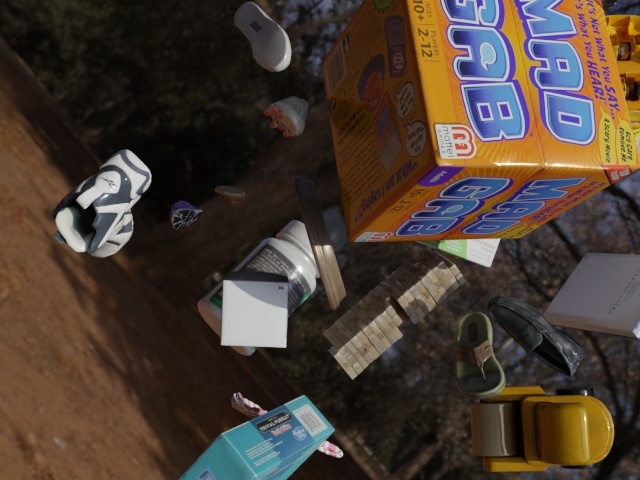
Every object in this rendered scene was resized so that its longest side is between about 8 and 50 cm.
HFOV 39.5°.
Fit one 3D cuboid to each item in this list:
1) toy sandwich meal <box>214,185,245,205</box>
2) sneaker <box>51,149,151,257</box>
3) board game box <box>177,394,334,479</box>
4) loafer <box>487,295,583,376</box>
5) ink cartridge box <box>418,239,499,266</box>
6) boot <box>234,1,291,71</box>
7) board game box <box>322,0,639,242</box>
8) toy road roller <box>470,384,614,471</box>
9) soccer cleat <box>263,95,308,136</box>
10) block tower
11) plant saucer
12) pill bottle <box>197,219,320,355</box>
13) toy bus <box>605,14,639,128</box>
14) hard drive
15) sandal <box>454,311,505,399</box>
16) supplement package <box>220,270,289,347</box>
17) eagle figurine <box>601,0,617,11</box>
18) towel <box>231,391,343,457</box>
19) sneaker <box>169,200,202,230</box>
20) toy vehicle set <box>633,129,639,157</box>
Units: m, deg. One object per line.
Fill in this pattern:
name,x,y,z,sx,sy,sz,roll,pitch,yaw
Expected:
toy sandwich meal,-0.222,-0.111,2.196,0.085,0.086,0.029,34,-62,55
sneaker,-0.353,-0.023,1.348,0.094,0.153,0.235,47,-43,0
board game box,-0.160,0.390,1.332,0.079,0.336,0.254,48,20,16
loafer,0.437,0.195,1.826,0.223,0.078,0.076,35,-46,2
ink cartridge box,0.305,-0.103,1.856,0.198,0.272,0.115,18,2,-45
boot,-0.105,-0.451,2.066,0.123,0.095,0.258,35,20,-46
board game box,0.245,-0.220,1.495,0.356,0.356,0.356,137,-51,-63
toy road roller,0.525,0.449,2.121,0.240,0.330,0.202,37,50,-78
soccer cleat,-0.053,-0.236,1.647,0.068,0.076,0.196,65,-7,-17
block tower,0.158,0.154,1.989,0.091,0.335,0.097,53,-6,-31
plant saucer,0.000,0.000,1.750,0.278,0.041,0.277,163,-90,-90
pill bottle,-0.144,0.124,2.448,0.204,0.361,0.204,40,-18,16
toy bus,0.541,-0.268,1.635,0.211,0.150,0.220,89,2,-59
hard drive,0.672,0.120,2.051,0.040,0.210,0.319,43,-14,-16
sandal,0.382,0.280,2.231,0.302,0.120,0.086,-92,160,-52
supplement package,-0.136,0.141,1.882,0.244,0.134,0.139,-154,-114,-87
eagle figurine,0.486,-0.528,2.024,0.298,0.226,0.225,37,8,36
towel,-0.062,0.343,1.651,0.197,0.029,0.144,31,-11,-24
sneaker,-0.372,-0.072,2.363,0.071,0.068,0.170,37,6,3
toy vehicle set,0.698,-0.248,2.021,0.035,0.267,0.166,40,-47,36
